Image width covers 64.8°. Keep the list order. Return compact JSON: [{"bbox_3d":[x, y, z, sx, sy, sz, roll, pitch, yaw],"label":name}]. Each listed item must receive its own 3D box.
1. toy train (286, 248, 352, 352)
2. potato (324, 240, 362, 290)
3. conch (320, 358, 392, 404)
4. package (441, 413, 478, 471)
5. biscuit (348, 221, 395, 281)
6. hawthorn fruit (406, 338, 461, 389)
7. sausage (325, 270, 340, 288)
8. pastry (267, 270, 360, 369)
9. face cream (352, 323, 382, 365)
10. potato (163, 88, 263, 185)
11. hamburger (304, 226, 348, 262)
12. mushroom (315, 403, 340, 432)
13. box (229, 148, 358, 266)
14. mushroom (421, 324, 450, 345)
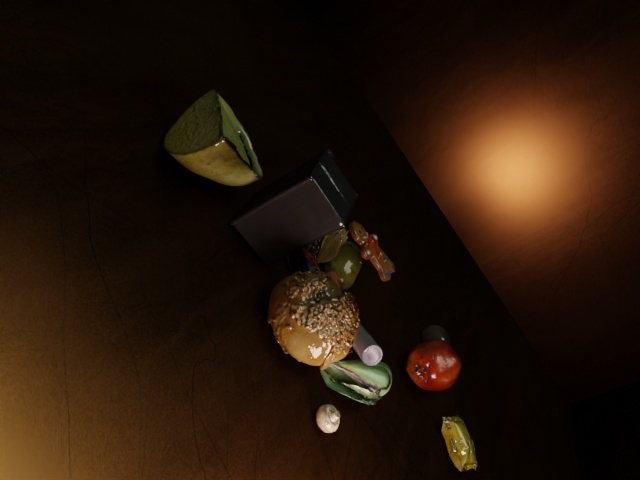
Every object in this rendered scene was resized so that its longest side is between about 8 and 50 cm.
[{"bbox_3d":[-0.008,0.216,1.758,0.089,0.086,0.409,10,53,-55],"label":"toy train"},{"bbox_3d":[0.110,0.082,2.056,0.160,0.111,0.271,51,30,-15],"label":"potato"},{"bbox_3d":[0.127,0.466,1.665,0.251,0.137,0.143,9,76,-41],"label":"conch"},{"bbox_3d":[0.560,0.814,2.031,0.168,0.090,0.226,25,44,-49],"label":"package"},{"bbox_3d":[0.245,0.042,2.374,0.324,0.049,0.205,52,29,-5],"label":"biscuit"},{"bbox_3d":[0.442,0.513,2.050,0.299,0.211,0.211,-1,62,-46],"label":"hawthorn fruit"},{"bbox_3d":[0.045,0.186,1.894,0.062,0.062,0.154,27,40,-42],"label":"sausage"},{"bbox_3d":[-0.011,0.228,1.564,0.284,0.184,0.315,-16,66,-36],"label":"pastry"},{"bbox_3d":[0.120,0.318,1.744,0.269,0.073,0.107,49,-18,55],"label":"face cream"},{"bbox_3d":[-0.345,-0.284,1.664,0.280,0.213,0.330,54,13,-45],"label":"potato"},{"bbox_3d":[0.000,0.000,1.919,0.130,0.183,0.206,31,20,28],"label":"hamburger"},{"bbox_3d":[0.025,0.530,1.510,0.083,0.067,0.083,40,25,-24],"label":"mushroom"},{"bbox_3d":[-0.082,-0.109,1.712,0.204,0.345,0.251,54,27,-16],"label":"box"},{"bbox_3d":[0.546,0.474,2.348,0.141,0.117,0.188,24,46,-28],"label":"mushroom"}]
